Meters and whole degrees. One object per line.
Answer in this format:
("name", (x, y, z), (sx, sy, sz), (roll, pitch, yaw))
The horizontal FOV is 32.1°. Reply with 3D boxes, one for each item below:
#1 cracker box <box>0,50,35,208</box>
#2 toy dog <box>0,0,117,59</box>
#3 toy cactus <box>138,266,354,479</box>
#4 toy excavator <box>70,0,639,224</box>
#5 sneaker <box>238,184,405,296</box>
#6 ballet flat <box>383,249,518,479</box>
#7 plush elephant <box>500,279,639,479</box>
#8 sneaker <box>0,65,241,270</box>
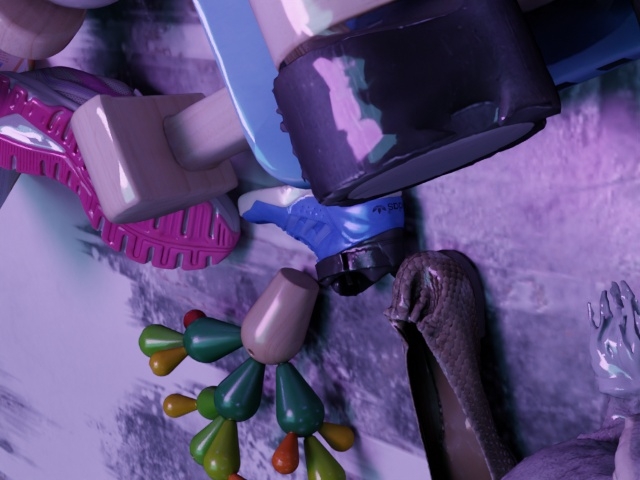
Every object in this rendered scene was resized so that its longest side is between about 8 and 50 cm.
("cracker box", (-0.332, -0.074, 1.026), (0.067, 0.232, 0.155), (14, 125, -5))
("toy dog", (-0.175, -0.302, 0.843), (0.220, 0.161, 0.333), (-1, 89, 52))
("toy cactus", (-0.046, 0.108, 0.880), (0.219, 0.112, 0.180), (40, 112, 35))
("toy excavator", (0.024, -0.122, 0.614), (0.433, 0.445, 0.222), (-22, 85, 6))
("sneaker", (-0.001, 0.000, 0.797), (0.152, 0.058, 0.084), (-5, 92, 43))
("ballet flat", (0.090, 0.130, 0.746), (0.084, 0.058, 0.249), (-2, 103, 49))
("plush elephant", (0.185, 0.188, 0.499), (0.255, 0.272, 0.329), (-178, 98, -74))
("sneaker", (-0.164, -0.075, 0.926), (0.252, 0.111, 0.103), (36, 126, 6))
